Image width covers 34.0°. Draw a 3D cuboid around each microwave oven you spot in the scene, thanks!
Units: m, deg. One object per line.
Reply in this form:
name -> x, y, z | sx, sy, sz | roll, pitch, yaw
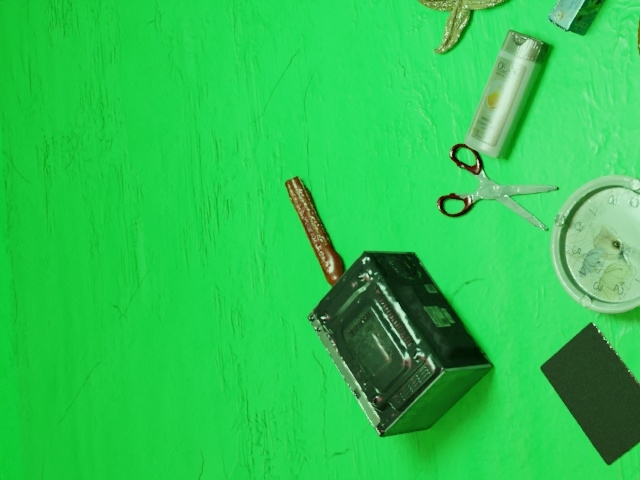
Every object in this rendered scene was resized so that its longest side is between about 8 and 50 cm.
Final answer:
microwave oven -> 0.142, 0.193, 2.015 | 0.237, 0.181, 0.295 | -51, 56, 30

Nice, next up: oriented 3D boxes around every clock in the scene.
clock -> 0.502, 0.007, 1.774 | 0.236, 0.053, 0.237 | -5, 83, 42

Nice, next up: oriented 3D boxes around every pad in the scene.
pad -> 0.485, 0.264, 1.813 | 0.143, 0.003, 0.211 | -49, 58, 30

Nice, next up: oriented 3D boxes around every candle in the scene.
candle -> 0.000, 0.000, 2.248 | 0.051, 0.048, 0.329 | -22, 67, -3

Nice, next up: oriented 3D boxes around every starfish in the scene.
starfish -> 0.267, -0.475, 2.022 | 0.227, 0.043, 0.241 | 38, 117, 40

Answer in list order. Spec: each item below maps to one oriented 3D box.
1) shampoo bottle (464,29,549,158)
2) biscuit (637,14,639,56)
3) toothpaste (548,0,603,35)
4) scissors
shampoo bottle -> 0.343, -0.269, 1.933 | 0.086, 0.055, 0.228 | 33, 110, 38
biscuit -> 0.640, -0.341, 1.662 | 0.305, 0.038, 0.305 | -1, 89, 49
toothpaste -> 0.489, -0.483, 1.800 | 0.050, 0.065, 0.267 | 45, 117, 35
scissors -> 0.331, -0.091, 1.965 | 0.247, 0.017, 0.144 | 21, 103, 40
